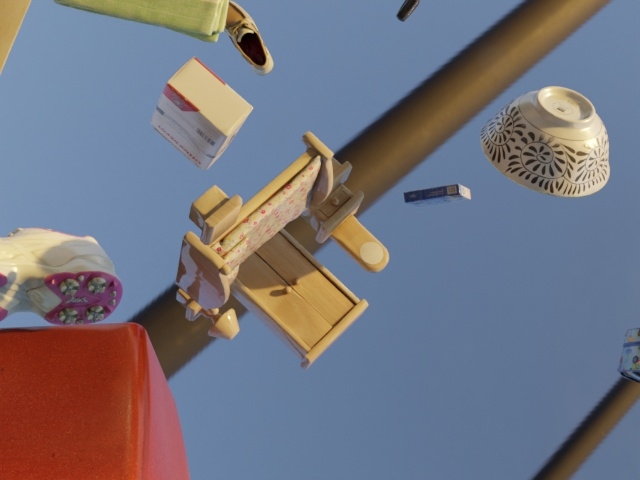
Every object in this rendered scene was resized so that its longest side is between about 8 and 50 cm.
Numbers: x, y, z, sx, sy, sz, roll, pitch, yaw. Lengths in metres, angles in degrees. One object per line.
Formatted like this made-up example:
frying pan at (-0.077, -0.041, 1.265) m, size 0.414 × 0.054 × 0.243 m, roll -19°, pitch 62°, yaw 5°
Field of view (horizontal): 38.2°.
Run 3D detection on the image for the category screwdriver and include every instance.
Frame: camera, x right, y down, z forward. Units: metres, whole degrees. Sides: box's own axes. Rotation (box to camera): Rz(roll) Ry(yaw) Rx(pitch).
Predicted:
screwdriver at (0.188, -0.462, 1.635) m, size 0.170 × 0.025 × 0.024 m, roll -57°, pitch -149°, yaw 10°

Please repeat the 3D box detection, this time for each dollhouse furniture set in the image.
dollhouse furniture set at (0.000, 0.000, 1.091) m, size 0.174 × 0.355 × 0.303 m, roll 43°, pitch -114°, yaw 8°

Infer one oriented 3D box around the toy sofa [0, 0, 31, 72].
toy sofa at (-0.419, -0.291, 1.062) m, size 0.362 × 0.150 × 0.177 m, roll -53°, pitch -136°, yaw 32°

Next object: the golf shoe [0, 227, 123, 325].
golf shoe at (-0.433, 0.041, 1.276) m, size 0.115 × 0.306 × 0.140 m, roll -65°, pitch -149°, yaw 31°

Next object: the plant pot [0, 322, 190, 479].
plant pot at (-0.272, 0.236, 0.991) m, size 0.267 × 0.267 × 0.235 m, roll -3°, pitch -132°, yaw 5°

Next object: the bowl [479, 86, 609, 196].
bowl at (0.292, -0.138, 1.148) m, size 0.170 × 0.080 × 0.170 m, roll 8°, pitch -136°, yaw -7°

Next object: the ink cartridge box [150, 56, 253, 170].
ink cartridge box at (-0.154, -0.158, 1.177) m, size 0.099 × 0.135 × 0.056 m, roll 41°, pitch -113°, yaw -5°

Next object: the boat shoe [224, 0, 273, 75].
boat shoe at (-0.119, -0.327, 1.469) m, size 0.050 × 0.045 × 0.135 m, roll -36°, pitch -90°, yaw 0°

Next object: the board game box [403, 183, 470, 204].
board game box at (0.189, -0.072, 1.489) m, size 0.090 × 0.090 × 0.020 m, roll -8°, pitch -94°, yaw 20°

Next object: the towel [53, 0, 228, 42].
towel at (-0.230, -0.474, 1.363) m, size 0.248 × 0.038 × 0.324 m, roll 13°, pitch -95°, yaw -2°

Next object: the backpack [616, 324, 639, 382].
backpack at (0.495, 0.140, 1.265) m, size 0.173 × 0.158 × 0.116 m, roll -5°, pitch -98°, yaw 6°
